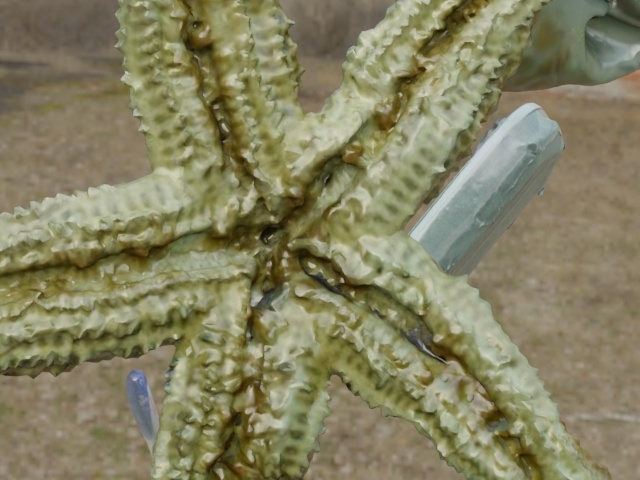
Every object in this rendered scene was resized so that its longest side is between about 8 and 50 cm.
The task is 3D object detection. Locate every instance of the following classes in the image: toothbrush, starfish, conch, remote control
[{"bbox_3d":[-0.073,0.194,0.876,0.021,0.269,0.027,-3,33,32],"label":"toothbrush"},{"bbox_3d":[0.001,-0.001,0.468,0.358,0.347,0.078,-42,4,-6],"label":"starfish"},{"bbox_3d":[0.100,-0.125,0.607,0.173,0.106,0.116,-8,-22,9],"label":"conch"},{"bbox_3d":[0.100,0.000,1.004,0.052,0.247,0.104,38,-4,17],"label":"remote control"}]
